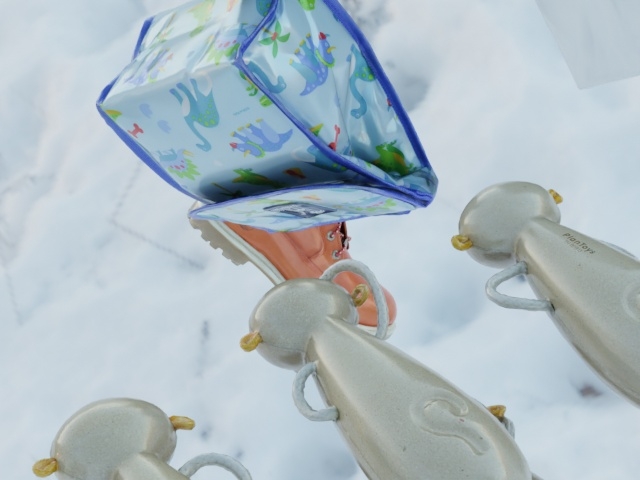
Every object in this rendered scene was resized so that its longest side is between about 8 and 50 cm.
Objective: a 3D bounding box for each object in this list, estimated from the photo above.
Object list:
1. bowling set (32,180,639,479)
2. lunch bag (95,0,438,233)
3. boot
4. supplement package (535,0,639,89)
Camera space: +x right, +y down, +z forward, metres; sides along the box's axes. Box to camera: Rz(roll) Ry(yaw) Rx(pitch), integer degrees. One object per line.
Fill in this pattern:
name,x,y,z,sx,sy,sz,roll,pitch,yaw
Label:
bowling set,0.025,0.116,0.650,0.287,0.200,0.154,-19,41,-27
lunch bag,-0.025,-0.061,0.836,0.128,0.151,0.096,-9,46,45
boot,0.000,0.000,0.989,0.085,0.158,0.059,-49,12,19
supplement package,0.185,-0.240,0.851,0.145,0.262,0.204,-29,7,-12
